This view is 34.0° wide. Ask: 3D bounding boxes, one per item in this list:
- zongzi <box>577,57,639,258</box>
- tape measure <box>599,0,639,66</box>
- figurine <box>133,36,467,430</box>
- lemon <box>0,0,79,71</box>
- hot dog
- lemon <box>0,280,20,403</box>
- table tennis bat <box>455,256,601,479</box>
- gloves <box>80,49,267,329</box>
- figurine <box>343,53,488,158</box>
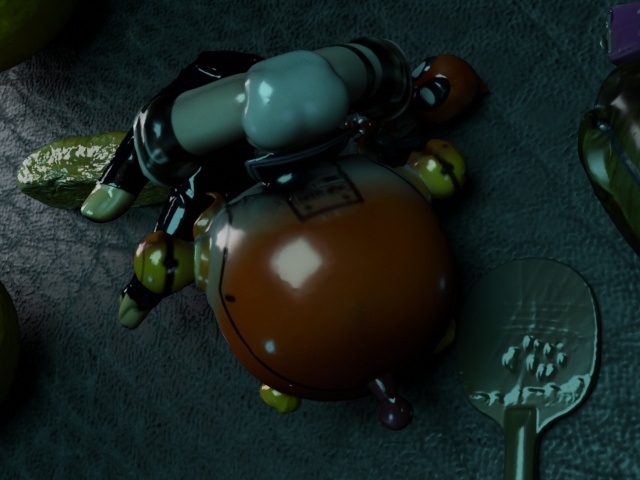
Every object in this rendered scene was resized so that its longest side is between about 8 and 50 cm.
[{"bbox_3d":[0.326,0.099,0.761,0.403,0.208,0.432,31,115,45],"label":"zongzi"},{"bbox_3d":[0.314,-0.171,0.871,0.118,0.125,0.074,-12,67,44],"label":"tape measure"},{"bbox_3d":[0.000,-0.001,0.917,0.320,0.196,0.323,-21,99,-11],"label":"figurine"},{"bbox_3d":[-0.445,-0.371,1.280,0.348,0.348,0.348,-11,67,27],"label":"lemon"},{"bbox_3d":[-0.242,-0.083,1.197,0.242,0.084,0.073,-2,73,32],"label":"hot dog"},{"bbox_3d":[-0.429,0.120,1.172,0.187,0.187,0.244,-10,65,28],"label":"lemon"},{"bbox_3d":[0.177,0.126,0.911,0.131,0.022,0.234,-3,69,29],"label":"table tennis bat"},{"bbox_3d":[-0.125,-0.050,1.050,0.301,0.197,0.152,-60,29,3],"label":"gloves"},{"bbox_3d":[0.094,-0.133,1.023,0.140,0.075,0.068,-19,62,12],"label":"figurine"}]
